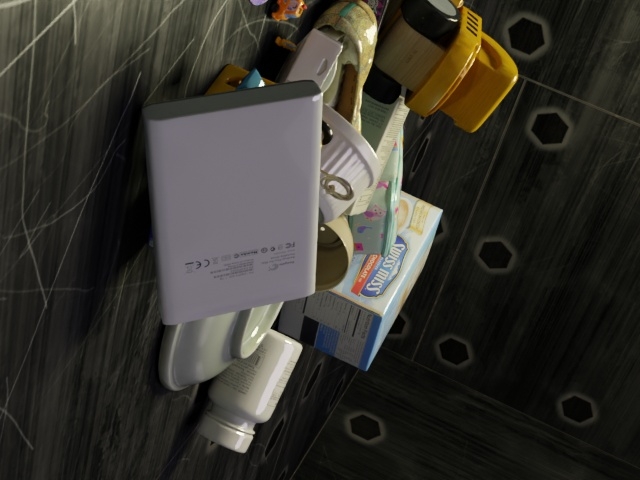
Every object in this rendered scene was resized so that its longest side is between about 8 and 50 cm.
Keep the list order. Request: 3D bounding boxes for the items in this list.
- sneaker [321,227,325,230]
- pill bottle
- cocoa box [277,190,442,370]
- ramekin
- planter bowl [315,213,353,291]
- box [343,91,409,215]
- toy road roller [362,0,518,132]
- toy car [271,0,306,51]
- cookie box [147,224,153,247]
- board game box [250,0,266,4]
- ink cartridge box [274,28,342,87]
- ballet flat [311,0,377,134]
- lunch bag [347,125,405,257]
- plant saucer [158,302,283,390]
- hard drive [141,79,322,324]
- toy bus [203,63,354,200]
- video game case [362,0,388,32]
[{"bbox_3d":[-0.018,-0.010,2.138,0.212,0.094,0.080,-61,170,-21],"label":"sneaker"},{"bbox_3d":[-0.138,0.273,2.088,0.229,0.131,0.131,-65,169,-4],"label":"pill bottle"},{"bbox_3d":[0.090,0.065,2.469,0.347,0.228,0.231,-57,167,-37],"label":"cocoa box"},{"bbox_3d":[-0.028,-0.116,1.583,0.109,0.207,0.207,-52,166,-14],"label":"ramekin"},{"bbox_3d":[-0.008,-0.001,2.037,0.109,0.162,0.162,-57,167,-53],"label":"planter bowl"},{"bbox_3d":[0.058,-0.177,2.048,0.232,0.127,0.148,-67,170,9],"label":"box"},{"bbox_3d":[0.214,-0.331,1.955,0.202,0.241,0.329,-51,-168,30],"label":"toy road roller"},{"bbox_3d":[-0.036,-0.307,1.526,0.060,0.041,0.122,-63,169,-13],"label":"toy car"},{"bbox_3d":[-0.163,-0.027,1.402,0.040,0.092,0.107,-56,165,-56],"label":"cookie box"},{"bbox_3d":[-0.039,-0.370,1.393,0.168,0.033,0.133,-68,169,10],"label":"board game box"},{"bbox_3d":[-0.023,-0.243,1.596,0.088,0.052,0.122,-63,-167,-11],"label":"ink cartridge box"},{"bbox_3d":[0.009,-0.212,1.771,0.123,0.123,0.348,-49,155,-56],"label":"ballet flat"},{"bbox_3d":[0.114,-0.117,2.299,0.224,0.108,0.279,89,6,-52],"label":"lunch bag"},{"bbox_3d":[-0.124,0.079,1.814,0.400,0.101,0.400,-61,169,-20],"label":"plant saucer"},{"bbox_3d":[-0.102,-0.039,1.332,0.040,0.203,0.307,-119,-157,-46],"label":"hard drive"},{"bbox_3d":[-0.054,-0.147,1.422,0.202,0.191,0.104,51,53,-28],"label":"toy bus"},{"bbox_3d":[0.109,-0.444,1.815,0.232,0.042,0.210,-71,178,-53],"label":"video game case"}]
